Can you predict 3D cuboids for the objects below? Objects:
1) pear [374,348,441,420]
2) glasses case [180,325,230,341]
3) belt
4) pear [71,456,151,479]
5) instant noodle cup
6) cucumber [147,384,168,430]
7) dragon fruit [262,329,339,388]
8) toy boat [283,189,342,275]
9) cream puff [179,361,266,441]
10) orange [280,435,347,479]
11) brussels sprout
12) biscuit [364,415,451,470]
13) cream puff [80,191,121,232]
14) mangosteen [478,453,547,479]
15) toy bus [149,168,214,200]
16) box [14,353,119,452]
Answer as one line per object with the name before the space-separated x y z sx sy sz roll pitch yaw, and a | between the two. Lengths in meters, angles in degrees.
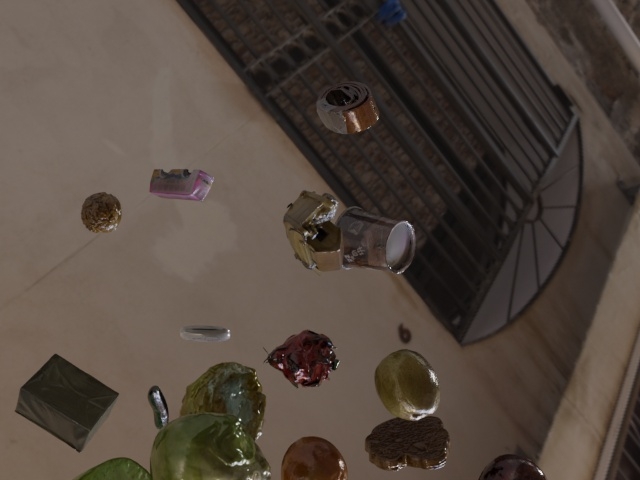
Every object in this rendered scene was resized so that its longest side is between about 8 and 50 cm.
pear | 0.276 0.460 1.860 0.188 0.211 0.228 -36 153 14
glasses case | -0.455 0.368 2.334 0.076 0.198 0.049 96 -5 -54
belt | 0.086 -0.450 1.995 0.184 0.105 0.261 -29 -144 -1
pear | -0.668 0.823 1.878 0.176 0.286 0.282 -33 -171 30
instant noodle cup | 0.177 0.006 1.920 0.208 0.217 0.217 11 -134 39
cucumber | -0.511 0.529 1.873 0.056 0.056 0.284 -48 159 -38
dragon fruit | -0.077 0.443 2.265 0.233 0.293 0.233 -55 -156 39
toy boat | 0.000 0.000 1.535 0.136 0.162 0.445 -47 168 -11
cream puff | -0.393 0.661 2.272 0.276 0.378 0.378 -16 -157 39
orange | -0.018 0.671 1.711 0.206 0.206 0.206 -38 -169 9
brussels sprout | -0.286 0.556 1.482 0.274 0.316 0.242 -23 -140 14
biscuit | 0.354 0.798 2.323 0.359 0.074 0.381 -15 -167 -18
cream puff | -0.709 -0.089 1.899 0.126 0.143 0.103 -39 152 17
mangosteen | 0.587 0.755 1.729 0.215 0.215 0.258 -42 -143 -12
toy bus | -0.532 -0.215 2.251 0.274 0.090 0.112 6 -106 38
box | -0.742 0.476 1.741 0.149 0.231 0.155 -56 -179 38
